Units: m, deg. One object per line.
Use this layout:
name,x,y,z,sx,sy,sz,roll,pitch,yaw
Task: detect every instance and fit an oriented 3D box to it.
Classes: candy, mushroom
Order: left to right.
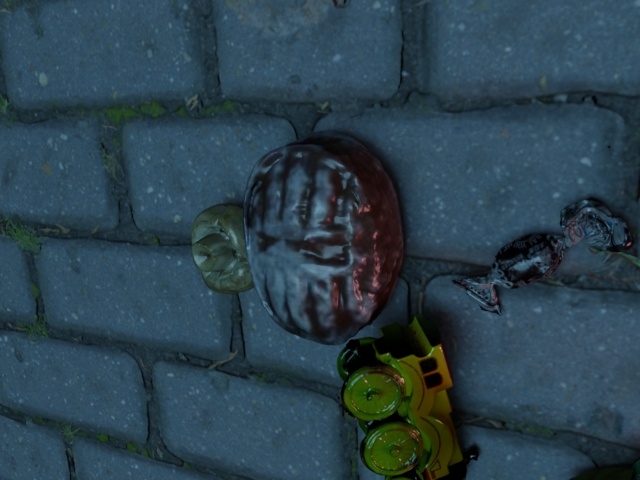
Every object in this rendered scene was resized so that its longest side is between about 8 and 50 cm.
mushroom,-0.140,0.012,1.047,0.148,0.112,0.148,15,117,32
candy,0.000,0.000,0.935,0.214,0.157,0.289,0,104,27
candy,0.269,0.027,0.845,0.226,0.051,0.094,-31,91,34

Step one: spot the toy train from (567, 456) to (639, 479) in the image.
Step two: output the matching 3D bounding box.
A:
toy train,0.406,0.411,0.821,0.189,0.126,0.307,-21,92,25

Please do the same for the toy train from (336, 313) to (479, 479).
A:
toy train,0.122,0.248,0.938,0.161,0.100,0.296,-18,115,0
